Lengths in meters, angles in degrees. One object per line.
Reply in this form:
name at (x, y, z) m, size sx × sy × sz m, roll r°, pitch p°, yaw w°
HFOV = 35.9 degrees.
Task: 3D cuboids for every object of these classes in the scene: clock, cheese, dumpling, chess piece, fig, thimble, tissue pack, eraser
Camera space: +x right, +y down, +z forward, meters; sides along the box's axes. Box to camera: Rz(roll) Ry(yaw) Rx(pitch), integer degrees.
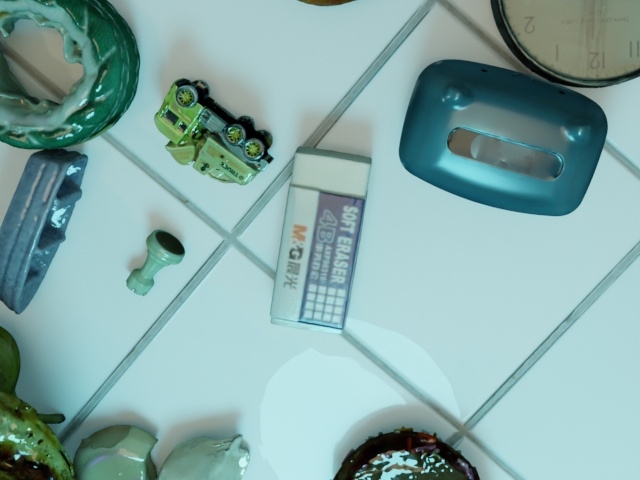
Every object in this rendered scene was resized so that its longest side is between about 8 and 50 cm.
clock at (0.405, -0.378, 1.450) m, size 0.313 × 0.061 × 0.312 m, roll 1°, pitch 101°, yaw 4°
cheese at (-0.316, 0.454, 1.678) m, size 0.163 × 0.082 × 0.286 m, roll -18°, pitch 103°, yaw 10°
dumpling at (-0.195, 0.397, 1.637) m, size 0.199 × 0.118 × 0.136 m, roll -38°, pitch 137°, yaw -1°
chess piece at (-0.271, 0.040, 1.595) m, size 0.067 × 0.067 × 0.103 m, roll 38°, pitch 110°, yaw -4°
fig at (-0.524, 0.240, 1.629) m, size 0.149 × 0.149 × 0.245 m, roll -35°, pitch 112°, yaw 11°
thimble at (-0.423, -0.274, 1.487) m, size 0.288 × 0.167 × 0.254 m, roll 37°, pitch 102°, yaw -4°
tissue pack at (0.263, -0.148, 1.438) m, size 0.288 × 0.206 × 0.198 m, roll 18°, pitch 104°, yaw 2°
eraser at (0.000, 0.000, 1.552) m, size 0.124 × 0.081 × 0.278 m, roll 9°, pitch 103°, yaw 3°

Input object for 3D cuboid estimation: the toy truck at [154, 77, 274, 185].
toy truck at (-0.170, -0.157, 1.534) m, size 0.191 × 0.085 × 0.116 m, roll 38°, pitch 107°, yaw -6°

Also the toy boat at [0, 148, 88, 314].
toy boat at (-0.451, -0.015, 1.563) m, size 0.078 × 0.127 × 0.283 m, roll 25°, pitch 105°, yaw 0°

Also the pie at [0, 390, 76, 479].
pie at (-0.540, 0.353, 1.544) m, size 0.395 × 0.418 × 0.180 m, roll 18°, pitch 59°, yaw 7°

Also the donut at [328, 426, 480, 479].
donut at (0.141, 0.430, 1.622) m, size 0.270 × 0.103 × 0.269 m, roll 1°, pitch 103°, yaw 2°

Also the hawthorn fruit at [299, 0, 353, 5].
hawthorn fruit at (0.036, -0.429, 1.410) m, size 0.226 × 0.196 × 0.196 m, roll 0°, pitch 102°, yaw -5°
